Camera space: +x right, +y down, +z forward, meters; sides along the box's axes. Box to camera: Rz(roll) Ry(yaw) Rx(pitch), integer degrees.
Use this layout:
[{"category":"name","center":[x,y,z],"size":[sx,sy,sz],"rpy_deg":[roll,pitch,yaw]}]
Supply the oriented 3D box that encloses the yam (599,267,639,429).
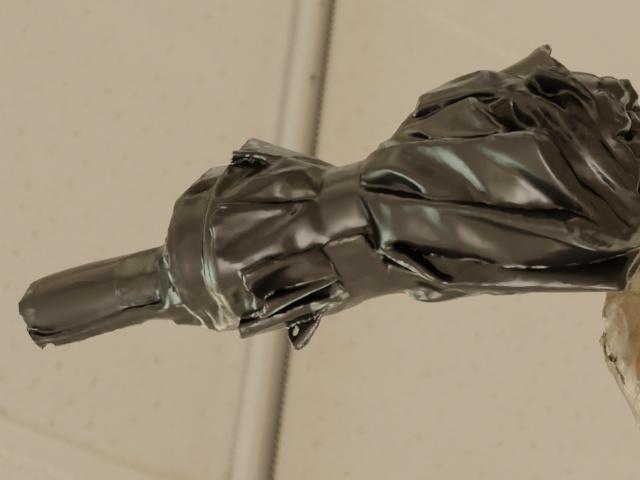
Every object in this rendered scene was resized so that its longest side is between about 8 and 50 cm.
[{"category":"yam","center":[0.287,0.111,1.202],"size":[0.129,0.128,0.238],"rpy_deg":[23,-151,-33]}]

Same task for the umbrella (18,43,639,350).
[{"category":"umbrella","center":[0.000,0.000,0.824],"size":[0.118,0.340,0.118],"rpy_deg":[39,-137,-49]}]
